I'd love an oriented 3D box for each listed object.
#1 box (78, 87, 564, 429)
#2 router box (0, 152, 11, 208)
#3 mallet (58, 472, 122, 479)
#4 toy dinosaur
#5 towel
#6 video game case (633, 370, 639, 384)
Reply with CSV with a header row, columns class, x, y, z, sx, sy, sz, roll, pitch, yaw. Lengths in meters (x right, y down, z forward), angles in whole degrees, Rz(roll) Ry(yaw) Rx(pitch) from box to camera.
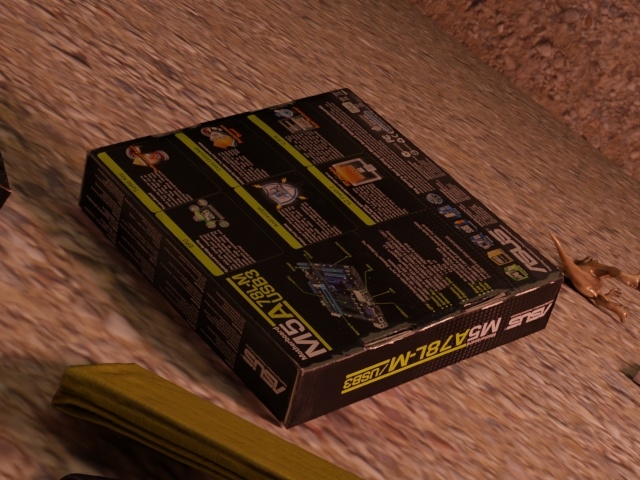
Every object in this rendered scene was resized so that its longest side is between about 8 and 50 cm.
class,x,y,z,sx,sy,sz,roll,pitch,yaw
box,0.000,0.000,0.883,0.184,0.045,0.190,-20,49,-36
router box,-0.215,-0.070,0.752,0.133,0.046,0.179,28,15,-28
mallet,-0.027,0.143,0.497,0.062,0.039,0.190,18,25,-44
toy dinosaur,0.260,0.038,1.625,0.092,0.053,0.183,23,1,18
towel,0.013,0.107,0.654,0.237,0.021,0.102,26,0,10
video game case,0.324,0.149,1.431,0.122,0.011,0.087,39,13,16
